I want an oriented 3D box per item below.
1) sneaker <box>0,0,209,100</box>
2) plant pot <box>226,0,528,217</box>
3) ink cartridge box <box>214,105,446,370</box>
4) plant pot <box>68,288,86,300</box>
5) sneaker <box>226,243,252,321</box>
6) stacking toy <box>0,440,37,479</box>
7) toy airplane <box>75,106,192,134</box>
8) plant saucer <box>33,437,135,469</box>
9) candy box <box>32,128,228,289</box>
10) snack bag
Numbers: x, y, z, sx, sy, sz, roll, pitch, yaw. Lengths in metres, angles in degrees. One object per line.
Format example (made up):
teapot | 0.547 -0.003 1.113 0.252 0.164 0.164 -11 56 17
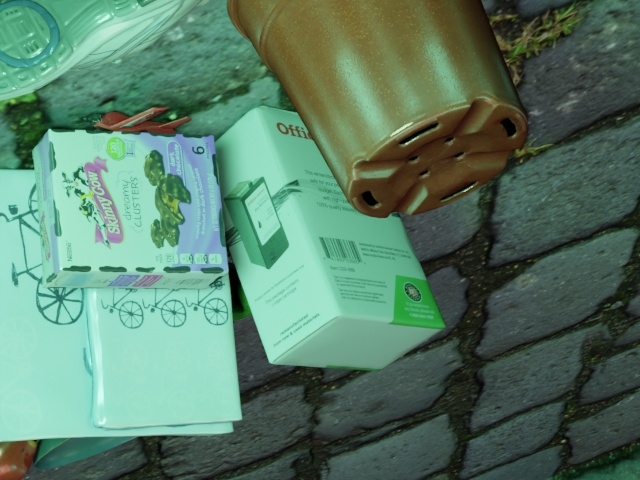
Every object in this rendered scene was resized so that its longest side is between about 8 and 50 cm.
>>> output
sneaker | -0.228 -0.205 1.649 0.297 0.111 0.129 -25 160 5
plant pot | 0.074 -0.184 1.751 0.272 0.265 0.272 -19 155 -10
ink cartridge box | 0.000 0.000 2.017 0.121 0.289 0.211 -37 151 32
plant pot | -0.318 0.059 1.979 0.174 0.191 0.191 2 145 -35
sneaker | -0.116 0.055 2.187 0.134 0.146 0.343 -34 153 21
stacking toy | -0.437 0.221 2.255 0.279 0.130 0.309 -31 154 17
toy airplane | -0.205 -0.127 1.892 0.151 0.028 0.151 -8 163 -2
plant saucer | -0.281 0.251 2.471 0.317 0.044 0.317 -25 170 -5
candy box | -0.211 -0.033 1.861 0.196 0.165 0.070 1 162 -26
snack bag | -0.258 0.062 1.886 0.342 0.323 0.037 1 168 -26
